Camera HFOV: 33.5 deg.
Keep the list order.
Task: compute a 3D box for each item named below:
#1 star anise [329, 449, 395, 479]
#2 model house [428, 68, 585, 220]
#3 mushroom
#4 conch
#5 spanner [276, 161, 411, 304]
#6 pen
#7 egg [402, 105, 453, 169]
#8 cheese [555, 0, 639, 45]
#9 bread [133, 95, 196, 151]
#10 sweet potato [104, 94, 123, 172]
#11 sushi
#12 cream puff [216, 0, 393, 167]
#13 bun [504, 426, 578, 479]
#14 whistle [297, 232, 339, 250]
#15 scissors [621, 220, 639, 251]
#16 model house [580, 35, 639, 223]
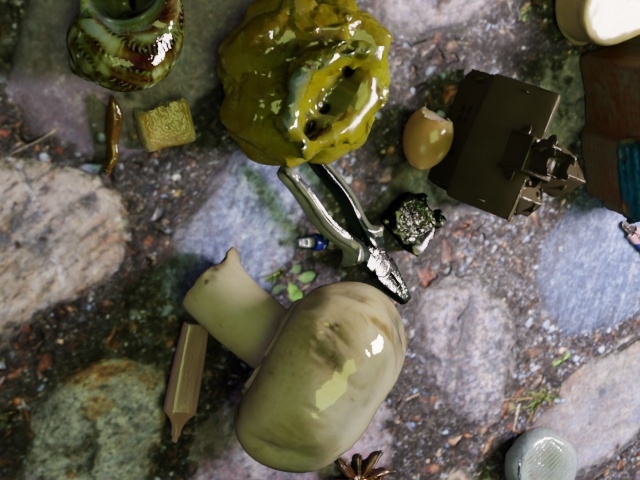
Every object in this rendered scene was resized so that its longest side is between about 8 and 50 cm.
[{"bbox_3d":[0.059,0.414,1.819,0.141,0.042,0.141,-6,105,-25],"label":"star anise"},{"bbox_3d":[0.328,-0.130,1.676,0.204,0.243,0.211,19,96,-25],"label":"model house"},{"bbox_3d":[-0.049,0.166,1.612,0.336,0.314,0.314,41,86,6],"label":"mushroom"},{"bbox_3d":[-0.271,-0.294,1.455,0.181,0.124,0.187,-26,89,-5],"label":"conch"},{"bbox_3d":[0.048,-0.015,1.688,0.325,0.040,0.095,51,59,-24],"label":"spanner"},{"bbox_3d":[-0.211,0.223,1.663,0.053,0.032,0.197,9,98,-25],"label":"pen"},{"bbox_3d":[0.168,-0.160,1.694,0.080,0.080,0.096,14,112,-25],"label":"egg"},{"bbox_3d":[0.523,-0.471,1.746,0.384,0.104,0.384,-6,106,-21],"label":"cheese"},{"bbox_3d":[-0.226,-0.168,1.551,0.083,0.035,0.070,-20,110,-10],"label":"bread"},{"bbox_3d":[-0.297,-0.153,1.531,0.026,0.026,0.115,-2,109,-22],"label":"sweet potato"},{"bbox_3d":[0.150,-0.035,1.735,0.083,0.056,0.084,44,85,-19],"label":"sushi"},{"bbox_3d":[-0.016,-0.233,1.529,0.282,0.185,0.281,-1,94,-17],"label":"cream puff"},{"bbox_3d":[0.395,0.409,1.940,0.141,0.083,0.141,-2,95,-20],"label":"bun"},{"bbox_3d":[0.000,0.000,1.692,0.083,0.029,0.033,-4,99,-32],"label":"whistle"},{"bbox_3d":[0.586,-0.001,1.948,0.113,0.012,0.039,35,88,-26],"label":"scissors"},{"bbox_3d":[0.600,-0.178,1.759,0.245,0.280,0.312,-18,111,-18],"label":"model house"}]
